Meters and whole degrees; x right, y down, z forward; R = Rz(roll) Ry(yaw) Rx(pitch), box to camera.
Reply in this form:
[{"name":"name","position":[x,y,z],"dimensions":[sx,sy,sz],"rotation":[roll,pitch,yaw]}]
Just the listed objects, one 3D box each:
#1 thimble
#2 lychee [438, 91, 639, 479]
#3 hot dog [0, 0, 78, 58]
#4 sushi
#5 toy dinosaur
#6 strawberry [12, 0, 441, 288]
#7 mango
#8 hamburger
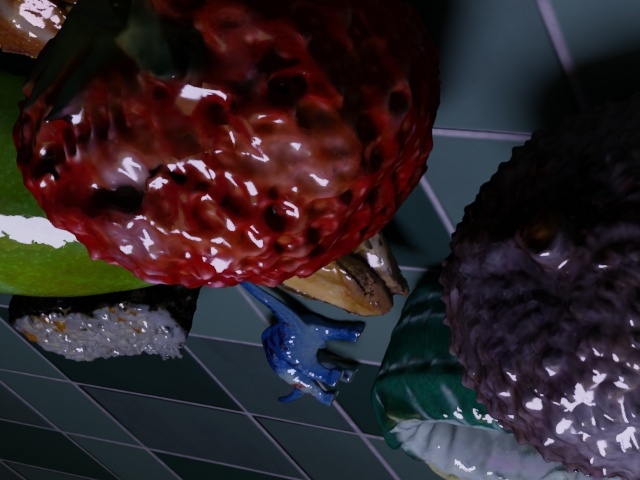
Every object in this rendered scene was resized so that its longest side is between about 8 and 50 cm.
[{"name":"thimble","position":[0.199,0.148,1.402],"dimensions":[0.288,0.167,0.254],"rotation":[-4,147,43]},{"name":"lychee","position":[0.237,0.042,1.025],"dimensions":[0.300,0.300,0.300],"rotation":[17,155,8]},{"name":"hot dog","position":[-0.220,-0.193,1.121],"dimensions":[0.123,0.093,0.261],"rotation":[33,152,-25]},{"name":"sushi","position":[-0.245,0.062,1.618],"dimensions":[0.225,0.126,0.136],"rotation":[1,148,33]},{"name":"toy dinosaur","position":[-0.018,0.136,1.655],"dimensions":[0.144,0.076,0.329],"rotation":[18,153,21]},{"name":"strawberry","position":[-0.043,-0.088,0.989],"dimensions":[0.310,0.292,0.292],"rotation":[34,152,-17]},{"name":"mango","position":[-0.264,-0.046,1.337],"dimensions":[0.382,0.201,0.225],"rotation":[13,134,-9]},{"name":"hamburger","position":[0.004,-0.002,1.357],"dimensions":[0.176,0.087,0.102],"rotation":[21,145,15]}]
